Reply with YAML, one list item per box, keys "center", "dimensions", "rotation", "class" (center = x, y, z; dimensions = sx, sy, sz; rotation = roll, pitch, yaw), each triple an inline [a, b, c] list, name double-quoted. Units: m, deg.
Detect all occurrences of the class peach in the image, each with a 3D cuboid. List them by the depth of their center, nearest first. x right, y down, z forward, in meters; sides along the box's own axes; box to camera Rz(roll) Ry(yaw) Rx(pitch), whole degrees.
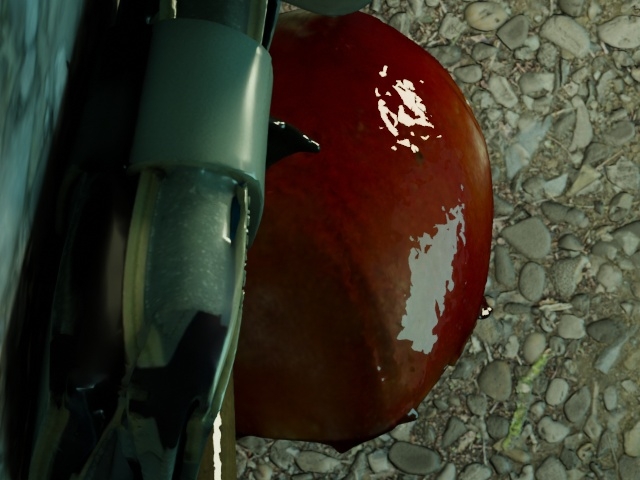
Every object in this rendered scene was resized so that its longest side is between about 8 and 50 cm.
- center: [0.000, 0.000, 0.919]
  dimensions: [0.281, 0.281, 0.338]
  rotation: [109, -20, -66]
  class: "peach"

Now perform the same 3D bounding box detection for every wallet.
- center: [-0.068, -0.012, 0.511]
  dimensions: [0.176, 0.075, 0.250]
  rotation: [117, -18, -57]
  class: "wallet"

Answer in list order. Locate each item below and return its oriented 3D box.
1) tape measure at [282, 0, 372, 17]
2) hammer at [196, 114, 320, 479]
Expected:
- center: [0.013, -0.231, 0.438]
  dimensions: [0.265, 0.130, 0.258]
  rotation: [119, -10, -56]
  class: "tape measure"
- center: [-0.054, 0.110, 0.554]
  dimensions: [0.168, 0.044, 0.439]
  rotation: [-46, -148, 36]
  class: "hammer"
